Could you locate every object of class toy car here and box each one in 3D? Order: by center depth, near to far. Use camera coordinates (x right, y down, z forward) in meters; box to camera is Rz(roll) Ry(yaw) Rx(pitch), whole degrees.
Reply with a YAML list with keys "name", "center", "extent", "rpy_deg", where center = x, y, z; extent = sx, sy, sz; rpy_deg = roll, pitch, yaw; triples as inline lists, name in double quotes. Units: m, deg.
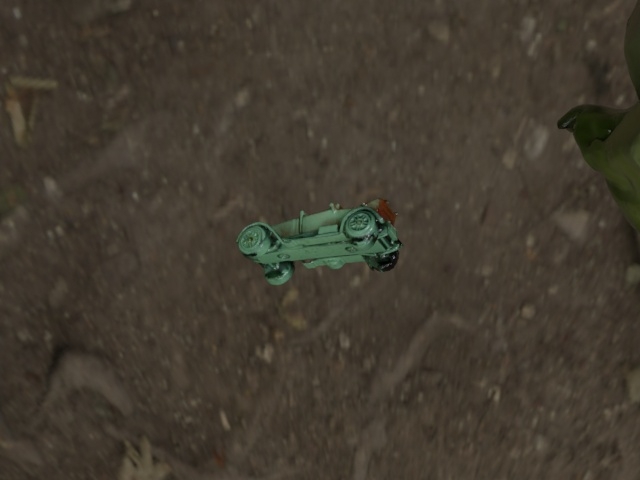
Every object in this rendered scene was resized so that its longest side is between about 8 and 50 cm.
- name: "toy car"
  center: [0.000, 0.000, 1.270]
  extent: [0.143, 0.073, 0.054]
  rpy_deg: [-7, 63, 23]

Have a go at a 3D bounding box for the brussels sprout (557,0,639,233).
- name: "brussels sprout"
  center: [0.425, -0.137, 1.055]
  extent: [0.361, 0.425, 0.342]
  rpy_deg: [28, 31, -6]
